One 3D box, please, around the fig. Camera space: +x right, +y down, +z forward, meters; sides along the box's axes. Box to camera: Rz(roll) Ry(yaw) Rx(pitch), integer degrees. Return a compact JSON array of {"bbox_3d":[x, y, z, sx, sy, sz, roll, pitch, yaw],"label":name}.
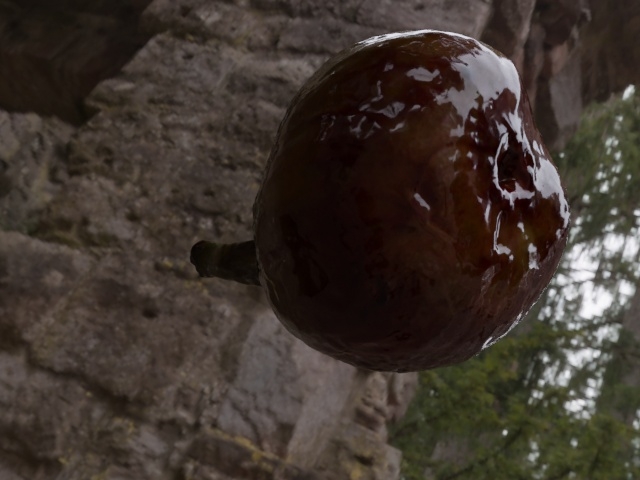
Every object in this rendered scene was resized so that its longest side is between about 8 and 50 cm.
[{"bbox_3d":[0.029,-0.012,0.560,0.191,0.190,0.290,36,-16,-9],"label":"fig"}]
